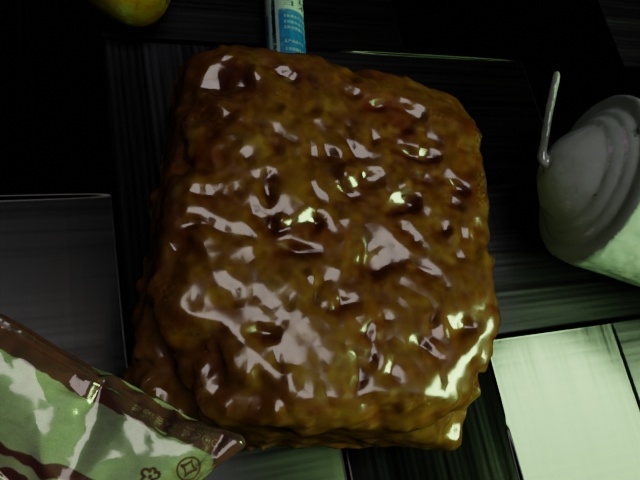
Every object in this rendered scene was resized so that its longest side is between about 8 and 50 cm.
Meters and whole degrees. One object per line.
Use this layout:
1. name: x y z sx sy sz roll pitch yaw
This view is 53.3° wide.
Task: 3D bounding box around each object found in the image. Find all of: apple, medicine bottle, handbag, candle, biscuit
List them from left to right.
1. handbag: -0.209 0.174 0.480 0.235 0.213 0.127 30 22 -9
2. apple: -0.217 -0.302 0.717 0.102 0.099 0.114 13 68 -12
3. medicine bottle: -0.044 -0.266 0.793 0.051 0.051 0.191 5 67 -19
4. biscuit: 0.000 0.000 0.635 0.343 0.166 0.395 9 65 -19
5. candle: 0.402 -0.047 0.778 0.342 0.221 0.221 16 64 -10
